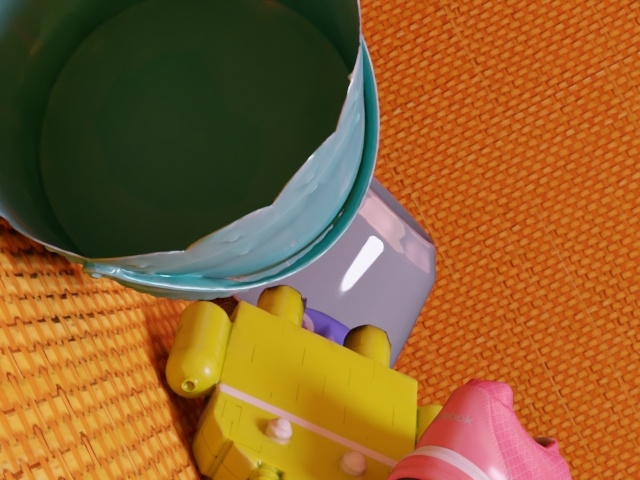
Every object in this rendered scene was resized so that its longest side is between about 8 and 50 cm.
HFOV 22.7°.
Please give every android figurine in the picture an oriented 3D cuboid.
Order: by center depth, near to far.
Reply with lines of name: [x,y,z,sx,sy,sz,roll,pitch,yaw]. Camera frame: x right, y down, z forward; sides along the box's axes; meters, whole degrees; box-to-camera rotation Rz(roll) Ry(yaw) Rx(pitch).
android figurine: [-0.007,0.137,1.243,0.248,0.056,0.273,26,28,-8]

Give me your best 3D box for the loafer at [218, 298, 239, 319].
loafer: [-0.066,0.114,1.517,0.125,0.045,0.039,66,11,4]

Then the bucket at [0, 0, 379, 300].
bucket: [-0.094,-0.095,1.041,0.281,0.281,0.183,64,1,17]

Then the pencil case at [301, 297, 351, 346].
pencil case: [0.008,0.187,1.354,0.119,0.133,0.306,60,6,-41]

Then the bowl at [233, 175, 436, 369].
bowl: [0.000,0.000,1.639,0.311,0.163,0.311,44,7,-7]

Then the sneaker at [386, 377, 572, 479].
sneaker: [0.169,0.226,1.219,0.314,0.116,0.136,55,52,-36]
